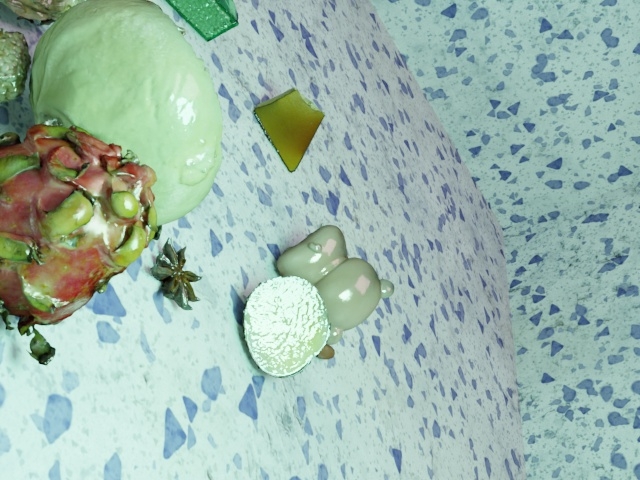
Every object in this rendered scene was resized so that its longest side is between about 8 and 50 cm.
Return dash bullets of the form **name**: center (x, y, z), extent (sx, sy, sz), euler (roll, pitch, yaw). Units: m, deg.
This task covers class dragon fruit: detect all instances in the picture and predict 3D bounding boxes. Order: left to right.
- **dragon fruit**: center (-0.353, -0.019, 1.119), extent (0.250, 0.291, 0.269), euler (54, 30, -42)

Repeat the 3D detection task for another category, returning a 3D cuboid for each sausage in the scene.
- **sausage**: center (-0.025, 0.226, 1.915), extent (0.186, 0.043, 0.043), euler (44, 34, -44)

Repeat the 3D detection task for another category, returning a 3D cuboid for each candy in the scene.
- **candy**: center (-0.491, -0.266, 1.276), extent (0.085, 0.095, 0.110), euler (104, -19, -58)

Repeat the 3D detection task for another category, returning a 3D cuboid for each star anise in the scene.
- **star anise**: center (-0.265, 0.068, 1.535), extent (0.141, 0.042, 0.141), euler (49, 28, -37)

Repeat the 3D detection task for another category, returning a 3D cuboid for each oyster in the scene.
- **oyster**: center (-0.492, -0.425, 1.393), extent (0.209, 0.072, 0.133), euler (34, 37, -31)

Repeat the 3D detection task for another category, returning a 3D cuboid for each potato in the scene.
- **potato**: center (-0.084, 0.175, 1.745), extent (0.117, 0.182, 0.202), euler (171, -95, -71)

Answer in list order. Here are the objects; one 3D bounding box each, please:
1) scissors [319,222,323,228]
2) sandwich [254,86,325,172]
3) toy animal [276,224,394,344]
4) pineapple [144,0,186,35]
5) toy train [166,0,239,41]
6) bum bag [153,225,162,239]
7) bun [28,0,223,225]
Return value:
- **scissors**: center (0.000, 0.000, 2.183), extent (0.058, 0.014, 0.119), euler (47, 35, -42)
- **sandwich**: center (-0.053, -0.285, 2.120), extent (0.193, 0.162, 0.058), euler (60, 23, -23)
- **toy animal**: center (0.023, 0.082, 1.928), extent (0.229, 0.210, 0.221), euler (33, -25, 56)
- **pineapple**: center (-0.343, -0.358, 1.576), extent (0.335, 0.161, 0.158), euler (58, 28, -27)
- **toy train**: center (-0.289, -0.597, 1.932), extent (0.269, 0.115, 0.154), euler (41, 34, -48)
- **bum bag**: center (-0.319, -0.124, 1.520), extent (0.069, 0.102, 0.248), euler (-11, 78, -36)
- **bun**: center (-0.323, -0.184, 1.292), extent (0.202, 0.364, 0.364), euler (-28, 97, -36)
